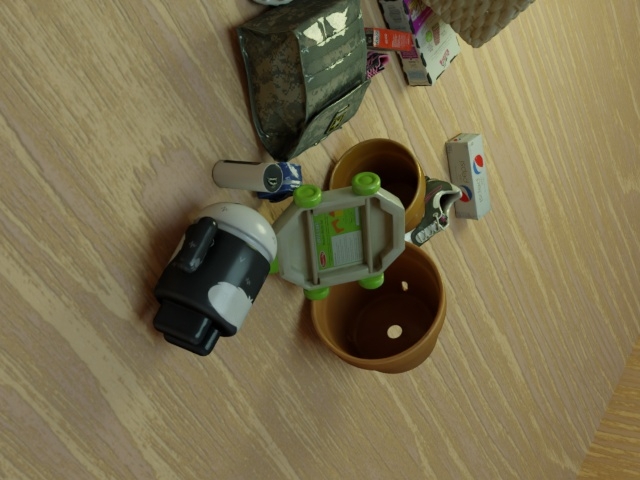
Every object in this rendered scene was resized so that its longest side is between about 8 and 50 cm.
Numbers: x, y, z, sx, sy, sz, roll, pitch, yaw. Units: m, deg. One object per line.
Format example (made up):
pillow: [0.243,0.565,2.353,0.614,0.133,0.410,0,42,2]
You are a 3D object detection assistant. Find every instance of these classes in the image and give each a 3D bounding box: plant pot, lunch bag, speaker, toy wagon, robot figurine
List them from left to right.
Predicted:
robot figurine: [-0.193,0.062,1.663,0.173,0.209,0.278,33,69,-17]
speaker: [-0.136,-0.120,1.721,0.055,0.136,0.055,-11,104,-48]
lunch bag: [-0.084,-0.110,1.820,0.067,0.098,0.065,4,76,-46]
lunch bag: [-0.019,-0.316,1.810,0.235,0.168,0.287,-40,132,-42]
toy wagon: [0.000,0.000,1.850,0.344,0.068,0.267,-12,130,-8]
plant pot: [0.143,0.167,2.019,0.291,0.290,0.203,-64,154,-20]
plant pot: [0.145,-0.097,2.035,0.188,0.205,0.205,37,67,-64]

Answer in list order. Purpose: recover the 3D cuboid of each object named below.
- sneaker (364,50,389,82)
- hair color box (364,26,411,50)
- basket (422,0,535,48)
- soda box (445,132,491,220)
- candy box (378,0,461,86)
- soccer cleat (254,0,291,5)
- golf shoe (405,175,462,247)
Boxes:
sneaker: [0.111,-0.379,2.037,0.119,0.057,0.047,-51,134,-30]
hair color box: [0.133,-0.444,2.039,0.141,0.072,0.043,-9,104,-50]
basket: [0.354,-0.654,1.980,0.328,0.331,0.266,39,58,-9]
soda box: [0.385,-0.166,2.391,0.074,0.069,0.216,-34,122,-42]
candy box: [0.235,-0.499,2.151,0.159,0.071,0.233,-50,130,-34]
soccer cleat: [-0.053,-0.499,1.792,0.196,0.076,0.068,-20,101,-15]
golf shoe: [0.234,-0.039,2.195,0.105,0.120,0.273,50,60,-44]
